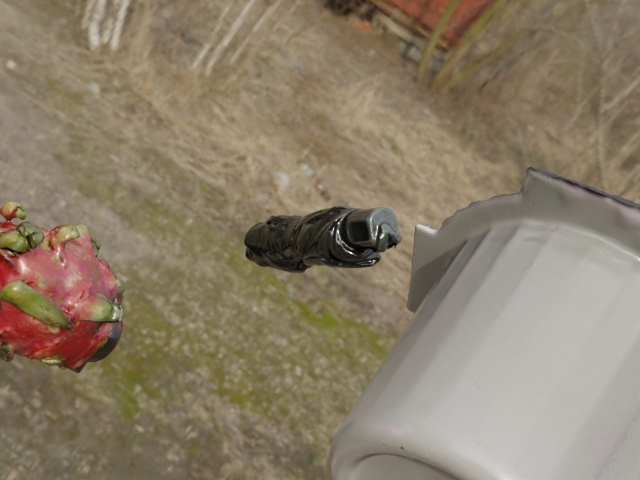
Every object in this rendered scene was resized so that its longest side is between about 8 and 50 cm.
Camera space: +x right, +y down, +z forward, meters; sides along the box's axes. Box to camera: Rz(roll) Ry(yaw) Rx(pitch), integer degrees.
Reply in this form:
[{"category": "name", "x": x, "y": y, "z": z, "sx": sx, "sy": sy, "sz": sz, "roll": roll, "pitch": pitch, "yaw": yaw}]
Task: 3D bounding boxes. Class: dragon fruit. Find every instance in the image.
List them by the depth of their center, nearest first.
[{"category": "dragon fruit", "x": -0.294, "y": 0.050, "z": 1.036, "sx": 0.172, "sy": 0.166, "sz": 0.160, "roll": 42, "pitch": 51, "yaw": -51}]

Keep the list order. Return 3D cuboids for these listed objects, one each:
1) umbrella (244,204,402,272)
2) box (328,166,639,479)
[{"category": "umbrella", "x": 0.000, "y": 0.000, "z": 0.862, "sx": 0.066, "sy": 0.059, "sz": 0.235, "roll": -15, "pitch": 4, "yaw": -24}, {"category": "box", "x": 0.112, "y": 0.122, "z": 0.671, "sx": 0.206, "sy": 0.291, "sz": 0.262, "roll": -46, "pitch": 109, "yaw": -37}]
